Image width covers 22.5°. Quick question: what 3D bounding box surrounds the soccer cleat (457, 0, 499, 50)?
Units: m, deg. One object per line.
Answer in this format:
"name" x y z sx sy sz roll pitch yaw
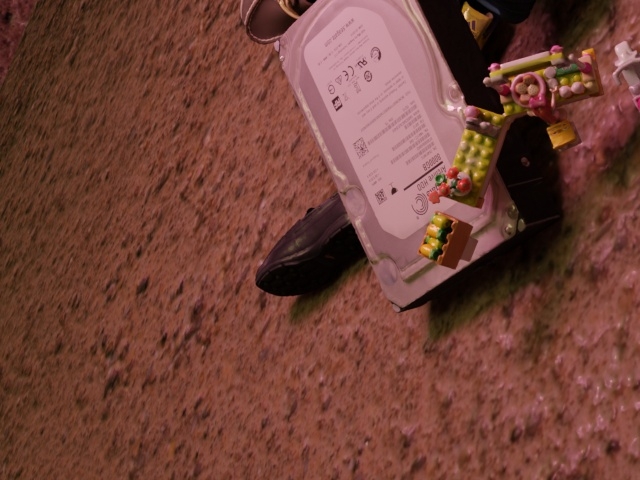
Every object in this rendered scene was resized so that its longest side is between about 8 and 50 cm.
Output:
"soccer cleat" 0.141 -0.213 1.810 0.121 0.093 0.289 -3 70 59

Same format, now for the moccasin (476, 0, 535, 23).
"moccasin" 0.106 -0.334 1.738 0.342 0.137 0.117 46 144 44

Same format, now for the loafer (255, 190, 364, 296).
"loafer" 0.000 0.000 1.965 0.223 0.076 0.078 -36 37 42

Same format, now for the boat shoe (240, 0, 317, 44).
"boat shoe" -0.014 -0.354 2.183 0.305 0.109 0.091 -39 35 41

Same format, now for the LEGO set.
"LEGO set" 0.177 -0.098 1.512 0.287 0.107 0.132 -37 76 15

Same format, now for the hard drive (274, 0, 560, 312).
"hard drive" 0.090 -0.120 1.694 0.237 0.064 0.339 -36 74 49
